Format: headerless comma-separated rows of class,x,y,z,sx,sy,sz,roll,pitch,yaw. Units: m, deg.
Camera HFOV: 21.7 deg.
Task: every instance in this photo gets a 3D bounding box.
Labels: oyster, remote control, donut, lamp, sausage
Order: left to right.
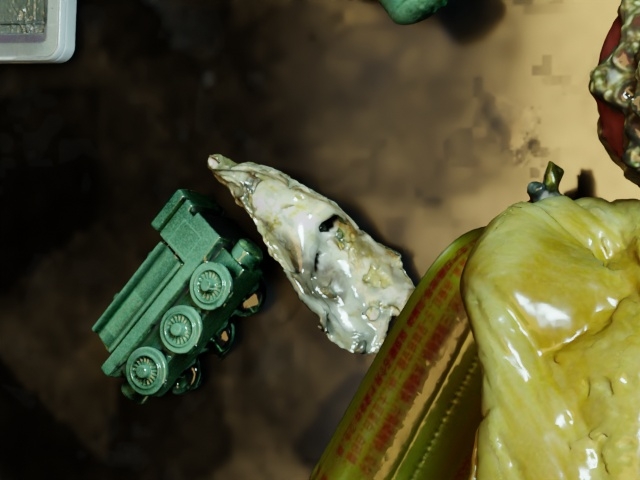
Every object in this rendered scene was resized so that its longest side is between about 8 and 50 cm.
remote control,-0.257,-0.278,1.444,0.103,0.034,0.250,3,91,24
oyster,0.000,0.001,1.331,0.106,0.061,0.199,-27,81,3
sausage,0.102,0.085,1.236,0.117,0.125,0.317,30,101,21
donut,0.203,0.140,1.080,0.170,0.360,0.360,-7,87,27
lamp,0.269,-0.094,1.083,0.177,0.274,0.177,0,90,19

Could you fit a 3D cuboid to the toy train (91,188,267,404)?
toy train,-0.118,0.051,1.366,0.170,0.071,0.111,-50,63,16

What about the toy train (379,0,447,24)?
toy train,0.023,-0.346,1.270,0.237,0.150,0.369,-37,77,13
